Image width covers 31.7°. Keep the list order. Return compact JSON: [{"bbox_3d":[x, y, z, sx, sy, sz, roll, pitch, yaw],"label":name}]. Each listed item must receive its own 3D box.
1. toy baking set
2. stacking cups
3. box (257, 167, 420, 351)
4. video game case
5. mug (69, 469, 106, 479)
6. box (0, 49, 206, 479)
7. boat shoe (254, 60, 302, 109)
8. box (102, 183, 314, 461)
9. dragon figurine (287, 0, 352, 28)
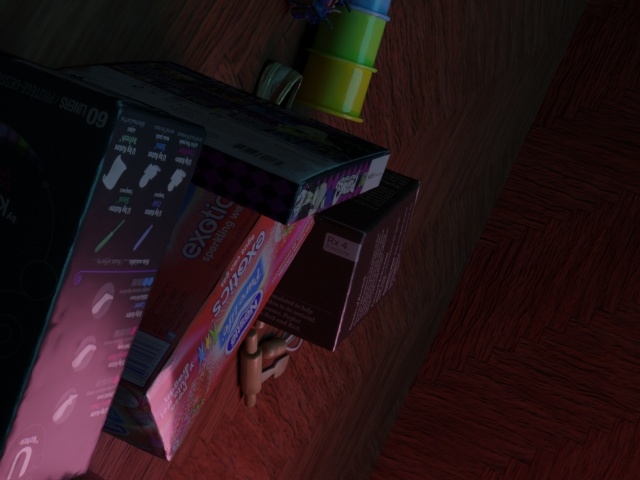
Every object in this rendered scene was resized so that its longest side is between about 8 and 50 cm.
[{"bbox_3d":[-0.062,0.144,1.627,0.197,0.030,0.256,-52,157,-44],"label":"toy baking set"},{"bbox_3d":[0.054,-0.303,1.346,0.096,0.096,0.316,2,107,-73],"label":"stacking cups"},{"bbox_3d":[0.000,0.000,1.402,0.203,0.168,0.167,-40,148,-58],"label":"box"},{"bbox_3d":[-0.081,-0.089,0.930,0.210,0.232,0.042,-29,140,-66],"label":"video game case"},{"bbox_3d":[-0.235,0.433,1.098,0.328,0.276,0.374,-53,-171,-18],"label":"mug"},{"bbox_3d":[-0.213,0.016,0.758,0.270,0.165,0.143,-70,164,5],"label":"box"},{"bbox_3d":[-0.058,-0.133,1.273,0.050,0.045,0.135,-18,127,-69],"label":"boat shoe"},{"bbox_3d":[-0.137,0.026,1.038,0.142,0.154,0.300,88,27,-55],"label":"box"},{"bbox_3d":[0.061,-0.310,1.160,0.144,0.289,0.085,50,52,-28],"label":"dragon figurine"}]
